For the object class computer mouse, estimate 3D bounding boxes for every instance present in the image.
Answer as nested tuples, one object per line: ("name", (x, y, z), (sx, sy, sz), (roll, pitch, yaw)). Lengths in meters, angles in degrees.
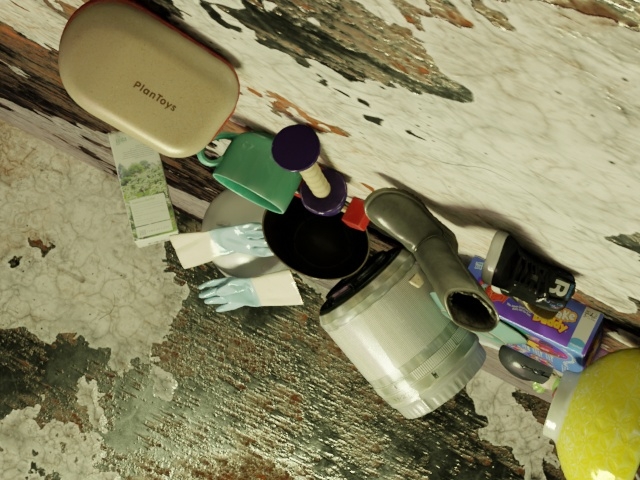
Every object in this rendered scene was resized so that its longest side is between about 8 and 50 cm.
("computer mouse", (0.455, 0.270, 2.028), (0.242, 0.071, 0.041), (26, -158, 15))

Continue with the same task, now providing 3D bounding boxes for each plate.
("plate", (0.270, 0.142, 1.815), (0.188, 0.024, 0.188), (28, 173, 4))

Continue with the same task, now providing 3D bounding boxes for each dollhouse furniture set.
("dollhouse furniture set", (0.165, 0.027, 1.850), (0.081, 0.091, 0.114), (43, 176, 0))

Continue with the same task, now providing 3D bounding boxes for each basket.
("basket", (0.000, 0.000, 1.977), (0.204, 0.154, 0.227), (27, 177, 6))

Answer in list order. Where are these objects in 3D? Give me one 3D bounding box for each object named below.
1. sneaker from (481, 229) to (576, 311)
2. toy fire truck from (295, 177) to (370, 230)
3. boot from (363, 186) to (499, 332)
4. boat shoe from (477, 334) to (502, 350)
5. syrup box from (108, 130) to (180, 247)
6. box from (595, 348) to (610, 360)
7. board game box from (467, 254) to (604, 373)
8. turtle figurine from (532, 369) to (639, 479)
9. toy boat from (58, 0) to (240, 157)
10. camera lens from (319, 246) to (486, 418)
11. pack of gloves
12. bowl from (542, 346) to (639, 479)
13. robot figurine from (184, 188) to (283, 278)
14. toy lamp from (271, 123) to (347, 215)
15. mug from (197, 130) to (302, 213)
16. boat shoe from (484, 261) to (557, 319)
("sneaker", (0.302, 0.047, 1.480), (0.121, 0.079, 0.217), (19, 176, 18))
("toy fire truck", (-0.013, -0.085, 1.797), (0.192, 0.047, 0.135), (23, 173, 39))
("boot", (0.154, 0.027, 1.477), (0.190, 0.076, 0.208), (28, -152, -22))
("boat shoe", (0.313, 0.158, 2.123), (0.301, 0.108, 0.102), (21, 173, -8))
("syrup box", (-0.365, -0.113, 2.166), (0.093, 0.236, 0.096), (-14, 173, -6))
("box", (0.612, 0.285, 2.054), (0.293, 0.057, 0.201), (24, 171, 31))
("board game box", (0.378, 0.147, 1.862), (0.233, 0.078, 0.347), (26, 173, 18))
("turtle figurine", (0.610, 0.432, 2.429), (0.266, 0.198, 0.274), (-133, 31, -53))
("toy boat", (-0.221, -0.222, 1.339), (0.231, 0.151, 0.151), (31, -158, -25))
("camera lens", (0.150, 0.167, 1.960), (0.274, 0.219, 0.219), (50, 171, -5))
("pack of gloves", (-0.160, 0.047, 2.074), (0.232, 0.046, 0.195), (-8, 120, 26))
("bowl", (0.453, 0.290, 1.694), (0.156, 0.289, 0.289), (20, 171, 17))
("robot figurine", (-0.148, -0.010, 2.225), (0.300, 0.199, 0.353), (-12, 174, -3))
("toy lamp", (-0.008, -0.096, 1.579), (0.080, 0.080, 0.274), (26, 172, 14))
("mug", (-0.101, -0.121, 1.658), (0.129, 0.097, 0.158), (22, 170, 43))
("boat shoe", (0.320, 0.070, 1.652), (0.152, 0.056, 0.049), (42, 173, -25))
